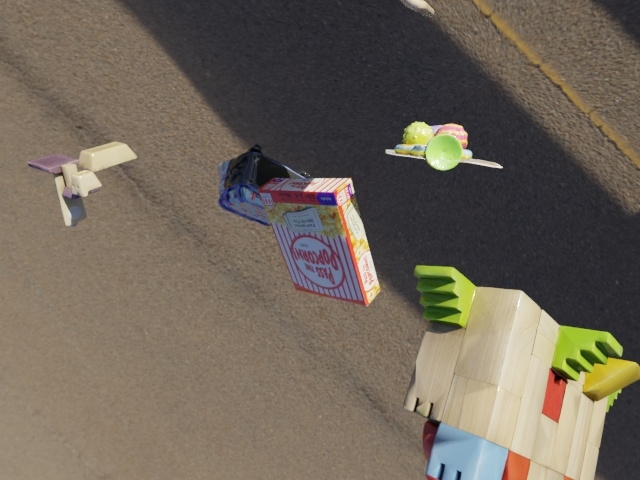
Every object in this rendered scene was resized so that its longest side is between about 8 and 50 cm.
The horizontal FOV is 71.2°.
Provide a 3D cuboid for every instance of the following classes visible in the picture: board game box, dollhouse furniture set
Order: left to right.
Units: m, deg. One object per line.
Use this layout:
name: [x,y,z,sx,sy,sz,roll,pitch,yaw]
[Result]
dollhouse furniture set: [-0.254,-0.062,0.528,0.091,0.114,0.081,17,122,25]
board game box: [0.000,0.000,0.679,0.147,0.045,0.193,6,126,39]

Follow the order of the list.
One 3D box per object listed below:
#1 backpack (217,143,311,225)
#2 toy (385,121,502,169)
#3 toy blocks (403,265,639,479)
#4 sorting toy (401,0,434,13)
backpack: [-0.131,-0.098,0.889,0.173,0.158,0.116,-5,67,49]
toy: [0.164,-0.139,0.634,0.137,0.237,0.056,8,107,6]
toy blocks: [0.216,0.228,0.512,0.381,0.260,0.191,35,159,-35]
sorting toy: [0.067,-0.328,0.441,0.038,0.193,0.208,-12,110,21]
